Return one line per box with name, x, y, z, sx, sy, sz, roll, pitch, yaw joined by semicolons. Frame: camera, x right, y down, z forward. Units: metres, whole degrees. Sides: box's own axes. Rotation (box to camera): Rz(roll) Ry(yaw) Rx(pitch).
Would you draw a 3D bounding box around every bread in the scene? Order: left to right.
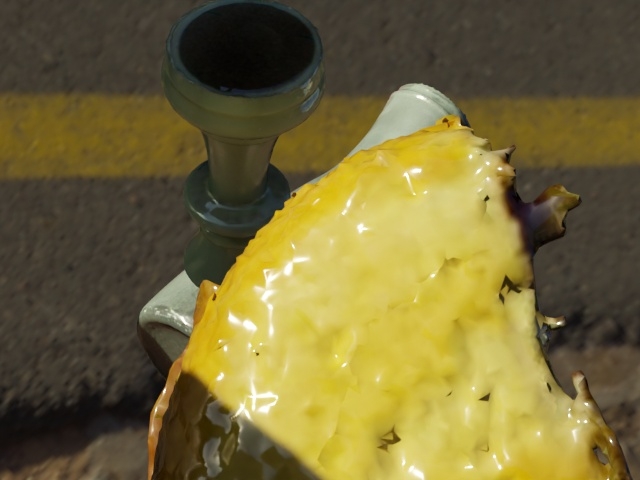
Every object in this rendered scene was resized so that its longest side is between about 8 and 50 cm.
bread;0.020;0.105;0.529;0.147;0.160;0.261;-16;81;-3

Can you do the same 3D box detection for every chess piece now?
chess piece;-0.033;-0.019;0.708;0.059;0.149;0.059;4;47;-4

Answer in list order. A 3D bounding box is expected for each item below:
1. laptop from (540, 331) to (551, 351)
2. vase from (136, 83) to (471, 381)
laptop;0.088;0.075;1.245;0.016;0.180;0.129;-35;65;-30
vase;0.000;0.000;1.016;0.086;0.086;0.214;45;64;-2
